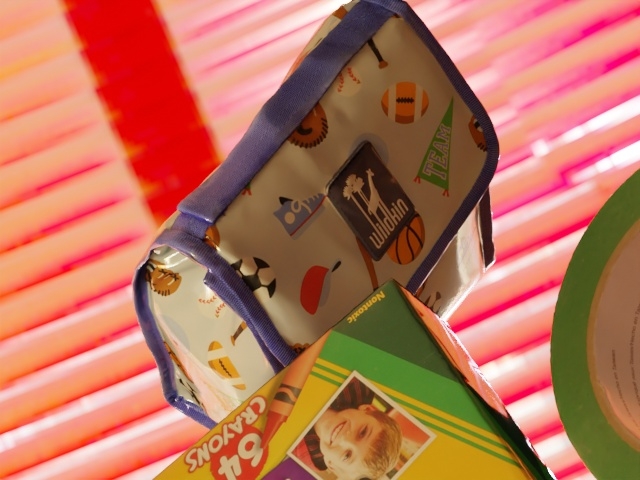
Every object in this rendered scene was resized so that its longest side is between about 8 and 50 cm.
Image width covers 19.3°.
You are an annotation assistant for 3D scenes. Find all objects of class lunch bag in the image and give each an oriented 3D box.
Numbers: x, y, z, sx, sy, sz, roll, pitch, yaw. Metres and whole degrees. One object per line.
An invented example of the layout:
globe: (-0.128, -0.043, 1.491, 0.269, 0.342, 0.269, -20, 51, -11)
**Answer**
lunch bag: (0.000, 0.000, 1.728, 0.328, 0.239, 0.385, -52, -26, -24)

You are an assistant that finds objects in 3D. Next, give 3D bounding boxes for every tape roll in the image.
tape roll: (0.331, 0.073, 1.509, 0.077, 0.321, 0.321, 21, -45, -41)

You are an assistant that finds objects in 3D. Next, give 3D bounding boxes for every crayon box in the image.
crayon box: (0.009, 0.262, 1.400, 0.363, 0.313, 0.106, -41, -40, 9)
